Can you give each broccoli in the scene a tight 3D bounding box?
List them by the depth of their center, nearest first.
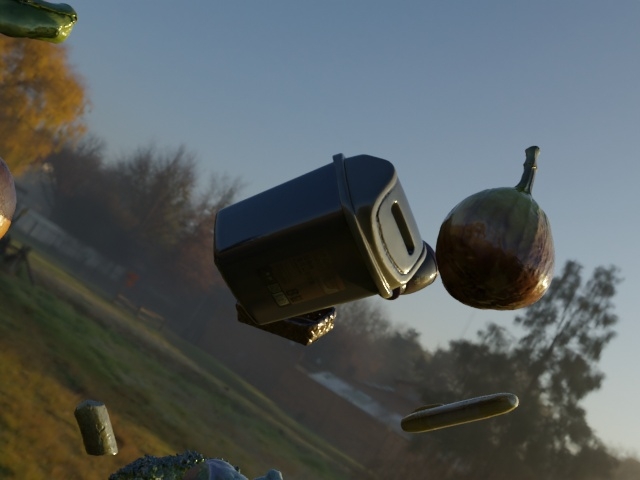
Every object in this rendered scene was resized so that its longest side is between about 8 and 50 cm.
[{"bbox_3d":[-0.439,-0.281,0.908,0.165,0.145,0.304,34,27,32],"label":"broccoli"},{"bbox_3d":[-0.393,0.695,1.754,0.354,0.396,0.275,-5,-28,17],"label":"broccoli"}]

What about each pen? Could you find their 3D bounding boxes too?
[{"bbox_3d":[0.194,0.244,1.062,0.032,0.040,0.233,39,-37,-15],"label":"pen"}]

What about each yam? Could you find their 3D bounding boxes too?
[{"bbox_3d":[-0.490,0.409,1.623,0.070,0.070,0.146,14,-61,61],"label":"yam"}]

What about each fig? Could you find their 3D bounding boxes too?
[{"bbox_3d":[0.223,-0.027,0.948,0.143,0.230,0.160,6,-16,-9],"label":"fig"}]

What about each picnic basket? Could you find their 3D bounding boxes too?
[{"bbox_3d":[-0.068,0.147,1.453,0.194,0.054,0.110,13,24,32],"label":"picnic basket"}]

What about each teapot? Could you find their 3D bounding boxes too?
[{"bbox_3d":[0.168,0.051,1.565,0.116,0.146,0.148,2,-65,45],"label":"teapot"}]

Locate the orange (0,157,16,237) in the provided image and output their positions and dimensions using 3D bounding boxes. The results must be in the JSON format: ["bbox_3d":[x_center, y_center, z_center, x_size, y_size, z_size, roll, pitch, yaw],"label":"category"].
[{"bbox_3d":[-0.607,-0.074,1.195,0.170,0.224,0.224,18,-15,28],"label":"orange"}]

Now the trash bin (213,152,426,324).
[{"bbox_3d":[0.000,0.000,1.132,0.182,0.291,0.209,-97,164,-48],"label":"trash bin"}]

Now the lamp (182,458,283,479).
[{"bbox_3d":[-0.117,0.549,1.445,0.301,0.247,0.247,35,-47,-19],"label":"lamp"}]
